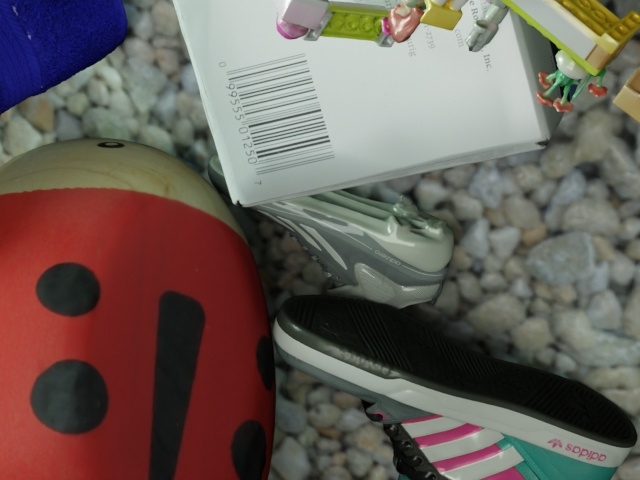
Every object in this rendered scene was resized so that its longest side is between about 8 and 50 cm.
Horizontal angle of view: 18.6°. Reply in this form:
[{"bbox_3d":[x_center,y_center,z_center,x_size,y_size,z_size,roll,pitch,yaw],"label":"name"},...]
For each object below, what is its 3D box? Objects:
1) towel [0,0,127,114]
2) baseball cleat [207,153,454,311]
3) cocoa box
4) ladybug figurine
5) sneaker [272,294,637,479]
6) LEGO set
[{"bbox_3d":[-0.290,-0.186,1.430,0.076,0.308,0.228,-25,101,48],"label":"towel"},{"bbox_3d":[0.000,0.000,1.528,0.206,0.072,0.109,21,121,14],"label":"baseball cleat"},{"bbox_3d":[0.028,-0.233,1.344,0.231,0.228,0.347,-12,105,19],"label":"cocoa box"},{"bbox_3d":[-0.151,0.118,1.434,0.305,0.449,0.162,20,149,-34],"label":"ladybug figurine"},{"bbox_3d":[0.076,0.164,1.517,0.295,0.124,0.178,22,112,-9],"label":"sneaker"},{"bbox_3d":[0.090,-0.123,1.186,0.287,0.132,0.107,19,130,-19],"label":"LEGO set"}]
